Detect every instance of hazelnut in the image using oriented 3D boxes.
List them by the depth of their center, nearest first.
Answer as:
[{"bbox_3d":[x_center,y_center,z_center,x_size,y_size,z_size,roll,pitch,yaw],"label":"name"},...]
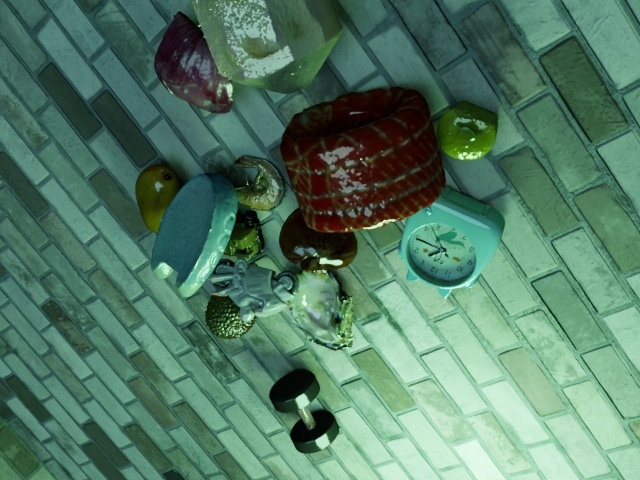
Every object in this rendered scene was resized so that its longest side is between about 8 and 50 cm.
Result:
[{"bbox_3d":[0.000,0.000,1.890,0.204,0.178,0.178,30,129,-16],"label":"hazelnut"}]

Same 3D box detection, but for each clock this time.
[{"bbox_3d":[0.305,0.012,1.806,0.224,0.094,0.274,27,128,10],"label":"clock"}]

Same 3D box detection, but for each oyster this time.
[{"bbox_3d":[0.012,0.194,2.057,0.198,0.092,0.259,-33,84,38],"label":"oyster"}]

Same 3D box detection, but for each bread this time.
[{"bbox_3d":[0.326,-0.243,1.627,0.129,0.114,0.111,28,127,7],"label":"bread"}]

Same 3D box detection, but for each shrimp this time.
[{"bbox_3d":[-0.211,-0.162,1.980,0.251,0.052,0.143,12,111,12],"label":"shrimp"}]

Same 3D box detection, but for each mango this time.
[{"bbox_3d":[-0.461,-0.118,2.082,0.138,0.113,0.253,36,139,15],"label":"mango"}]

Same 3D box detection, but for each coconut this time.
[{"bbox_3d":[-0.110,-0.471,1.598,0.298,0.297,0.309,-13,109,31],"label":"coconut"}]

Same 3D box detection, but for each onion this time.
[{"bbox_3d":[-0.322,-0.397,1.775,0.247,0.111,0.250,52,155,5],"label":"onion"}]

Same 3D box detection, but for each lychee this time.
[{"bbox_3d":[-0.265,0.215,2.151,0.171,0.171,0.171,12,123,19],"label":"lychee"}]

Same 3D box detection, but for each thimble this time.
[{"bbox_3d":[0.094,-0.186,1.642,0.350,0.350,0.230,-4,118,27],"label":"thimble"}]

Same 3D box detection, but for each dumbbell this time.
[{"bbox_3d":[-0.047,0.522,2.237,0.153,0.152,0.218,-12,113,31],"label":"dumbbell"}]

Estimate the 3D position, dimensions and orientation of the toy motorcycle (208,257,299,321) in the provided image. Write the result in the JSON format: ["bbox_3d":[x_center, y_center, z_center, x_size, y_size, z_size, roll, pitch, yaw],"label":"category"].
[{"bbox_3d":[-0.192,0.144,2.053,0.260,0.110,0.170,11,83,14],"label":"toy motorcycle"}]

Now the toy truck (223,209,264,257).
[{"bbox_3d":[-0.291,-0.013,2.055,0.257,0.127,0.127,8,123,25],"label":"toy truck"}]

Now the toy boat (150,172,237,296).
[{"bbox_3d":[-0.317,-0.019,1.947,0.215,0.123,0.329,26,97,42],"label":"toy boat"}]
